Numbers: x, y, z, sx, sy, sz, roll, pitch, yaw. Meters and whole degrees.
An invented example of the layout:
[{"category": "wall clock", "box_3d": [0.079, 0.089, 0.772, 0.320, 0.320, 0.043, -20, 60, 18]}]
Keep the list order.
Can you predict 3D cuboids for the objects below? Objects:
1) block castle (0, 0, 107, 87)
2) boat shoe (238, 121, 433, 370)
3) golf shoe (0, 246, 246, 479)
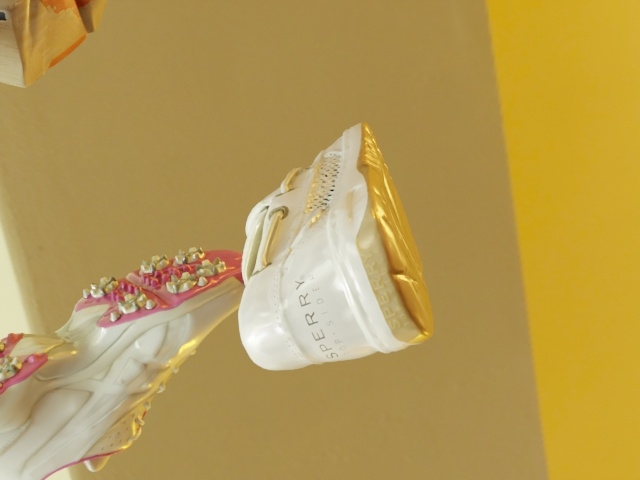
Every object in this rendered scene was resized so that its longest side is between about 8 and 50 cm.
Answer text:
[{"category": "block castle", "box_3d": [-0.285, -0.225, 0.573, 0.453, 0.213, 0.303, -57, -23, -48]}, {"category": "boat shoe", "box_3d": [0.000, 0.000, 0.575, 0.096, 0.277, 0.098, -22, -82, 8]}, {"category": "golf shoe", "box_3d": [-0.183, 0.115, 0.922, 0.306, 0.115, 0.140, -28, -66, -12]}]
